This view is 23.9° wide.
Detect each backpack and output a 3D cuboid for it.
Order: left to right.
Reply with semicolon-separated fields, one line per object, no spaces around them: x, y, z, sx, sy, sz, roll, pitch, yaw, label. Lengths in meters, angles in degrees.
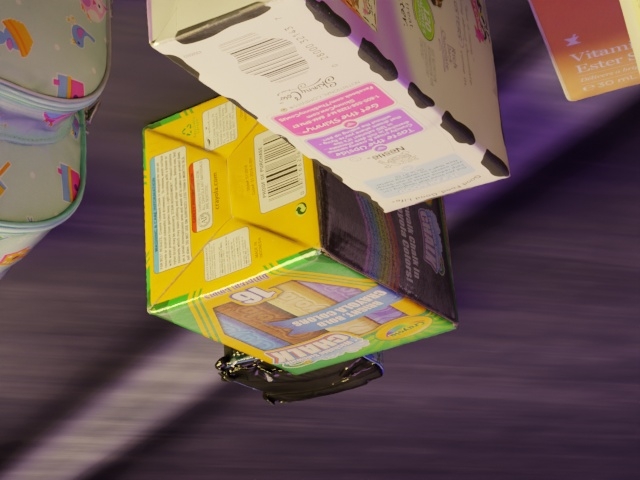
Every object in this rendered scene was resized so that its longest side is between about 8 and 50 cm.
-0.182;-0.076;0.703;0.165;0.188;0.144;19;146;-42;backpack
-0.011;0.076;1.206;0.114;0.084;0.105;-11;156;25;backpack

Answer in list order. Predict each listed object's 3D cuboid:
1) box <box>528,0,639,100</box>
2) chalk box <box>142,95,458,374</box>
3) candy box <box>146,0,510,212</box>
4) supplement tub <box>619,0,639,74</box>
0.158;-0.155;0.717;0.130;0.091;0.170;-12;155;16;box
0.000;0.000;0.981;0.132;0.132;0.213;-19;151;27;chalk box
0.006;-0.124;0.664;0.070;0.165;0.196;-17;153;26;candy box
0.186;-0.139;0.417;0.235;0.325;0.235;-13;173;-2;supplement tub
